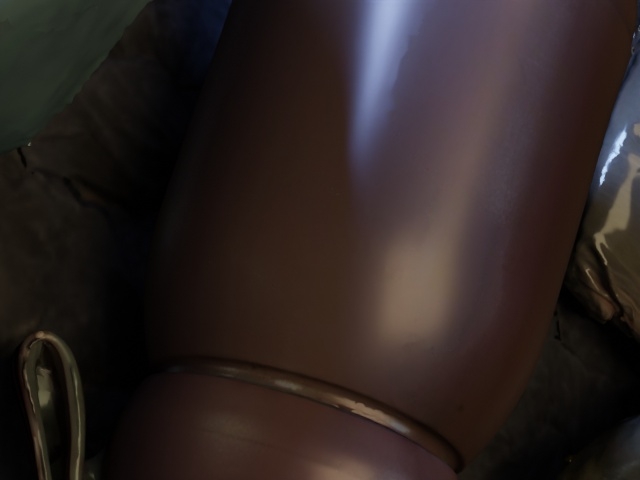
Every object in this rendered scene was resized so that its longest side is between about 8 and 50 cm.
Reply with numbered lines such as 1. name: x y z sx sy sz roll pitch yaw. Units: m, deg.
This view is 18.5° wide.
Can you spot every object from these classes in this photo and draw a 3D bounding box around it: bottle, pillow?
1. bottle: 0.000 0.000 0.815 0.206 0.173 0.297 19 73 -4
2. pillow: 0.232 0.008 1.062 0.270 0.067 0.173 35 70 -32

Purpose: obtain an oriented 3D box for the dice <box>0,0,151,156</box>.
1. dice: -0.197 -0.177 0.591 0.262 0.268 0.265 21 73 -35

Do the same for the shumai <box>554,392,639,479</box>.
1. shumai: 0.192 0.122 0.985 0.201 0.201 0.120 37 23 -31
